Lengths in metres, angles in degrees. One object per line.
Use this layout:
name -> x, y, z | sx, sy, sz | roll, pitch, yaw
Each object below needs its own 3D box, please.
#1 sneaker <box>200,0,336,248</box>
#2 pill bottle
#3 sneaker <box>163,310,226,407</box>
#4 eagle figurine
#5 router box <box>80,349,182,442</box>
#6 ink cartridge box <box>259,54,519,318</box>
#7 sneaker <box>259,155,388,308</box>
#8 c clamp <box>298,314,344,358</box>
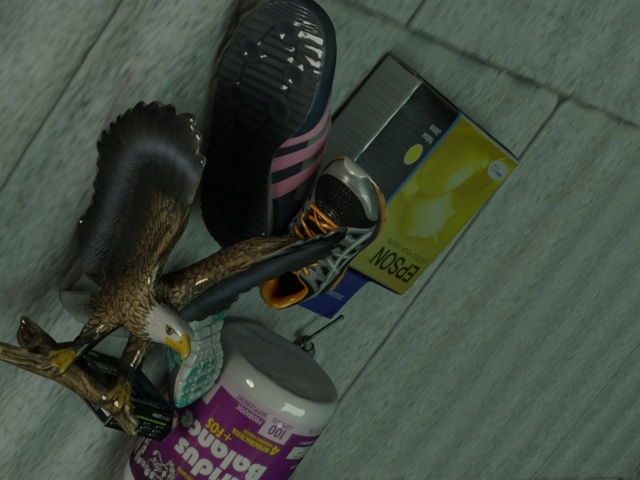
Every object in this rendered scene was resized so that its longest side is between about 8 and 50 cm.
sneaker -> -0.035, -0.130, 1.612 | 0.131, 0.112, 0.319 | -39, 159, -42
pill bottle -> -0.125, 0.257, 1.888 | 0.169, 0.169, 0.301 | 10, 119, -55
sneaker -> -0.148, 0.105, 1.764 | 0.065, 0.076, 0.166 | -19, 132, -42
eagle figurine -> -0.146, 0.035, 1.538 | 0.298, 0.225, 0.226 | -54, 156, 6
router box -> -0.216, 0.166, 1.742 | 0.038, 0.092, 0.122 | -49, 151, 6
ink cartridge box -> 0.063, -0.035, 1.869 | 0.307, 0.072, 0.303 | -51, 150, 6
sneaker -> 0.000, 0.000, 1.631 | 0.083, 0.084, 0.215 | -33, 158, -38
c clamp -> -0.028, 0.174, 2.046 | 0.137, 0.022, 0.161 | -25, 147, -19
